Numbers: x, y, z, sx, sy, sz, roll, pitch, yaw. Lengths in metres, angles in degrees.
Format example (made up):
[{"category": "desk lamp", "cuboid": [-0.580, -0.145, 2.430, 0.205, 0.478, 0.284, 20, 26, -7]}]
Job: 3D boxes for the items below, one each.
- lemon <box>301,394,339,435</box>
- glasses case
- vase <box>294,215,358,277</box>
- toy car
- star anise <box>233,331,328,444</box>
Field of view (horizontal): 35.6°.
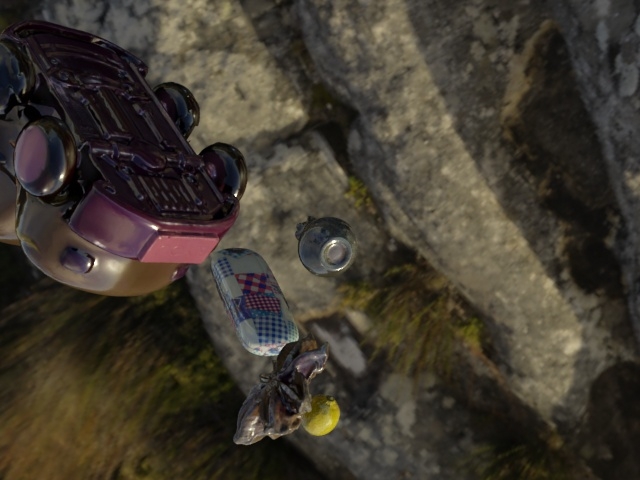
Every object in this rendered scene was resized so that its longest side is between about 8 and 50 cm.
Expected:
[{"category": "lemon", "cuboid": [0.000, 0.280, 1.608, 0.062, 0.062, 0.083, 38, 121, 15]}, {"category": "glasses case", "cuboid": [-0.147, 0.127, 2.158, 0.327, 0.125, 0.076, -119, 33, -46]}, {"category": "vase", "cuboid": [0.000, 0.000, 1.975, 0.183, 0.120, 0.120, -139, 33, -63]}, {"category": "toy car", "cuboid": [-0.263, -0.063, 1.087, 0.240, 0.271, 0.341, -51, 57, 25]}, {"category": "star anise", "cuboid": [-0.064, 0.242, 1.554, 0.073, 0.212, 0.197, 42, 126, -14]}]
